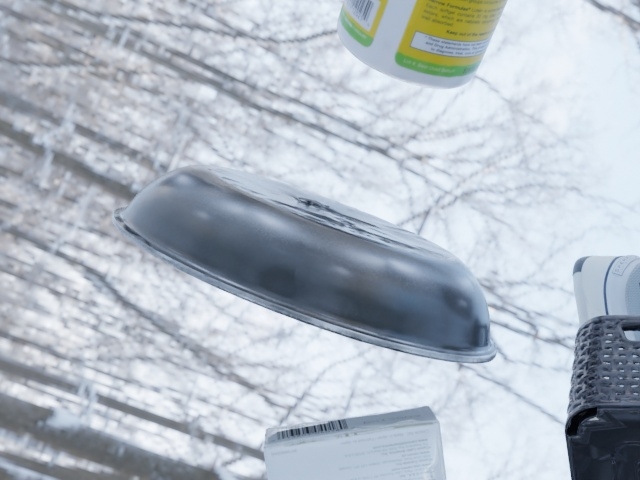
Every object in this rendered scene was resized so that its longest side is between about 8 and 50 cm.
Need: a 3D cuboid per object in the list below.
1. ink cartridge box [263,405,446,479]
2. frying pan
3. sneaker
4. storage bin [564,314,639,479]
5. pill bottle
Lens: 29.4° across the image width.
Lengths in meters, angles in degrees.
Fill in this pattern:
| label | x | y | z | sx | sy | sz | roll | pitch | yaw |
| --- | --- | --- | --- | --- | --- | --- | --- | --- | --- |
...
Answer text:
| label | x | y | z | sx | sy | sz | roll | pitch | yaw |
| --- | --- | --- | --- | --- | --- | --- | --- | --- | --- |
| ink cartridge box | 0.018 | 0.121 | 0.437 | 0.029 | 0.062 | 0.115 | -120 | -158 | -85 |
| frying pan | 0.024 | 0.011 | 0.651 | 0.197 | 0.326 | 0.053 | 23 | -81 | 24 |
| sneaker | 0.345 | 0.127 | 1.387 | 0.091 | 0.094 | 0.258 | 16 | -55 | 50 |
| storage bin | 0.221 | 0.140 | 0.747 | 0.122 | 0.180 | 0.084 | -2 | -144 | 19 |
| pill bottle | 0.114 | -0.267 | 1.051 | 0.136 | 0.136 | 0.246 | -101 | -153 | -54 |
